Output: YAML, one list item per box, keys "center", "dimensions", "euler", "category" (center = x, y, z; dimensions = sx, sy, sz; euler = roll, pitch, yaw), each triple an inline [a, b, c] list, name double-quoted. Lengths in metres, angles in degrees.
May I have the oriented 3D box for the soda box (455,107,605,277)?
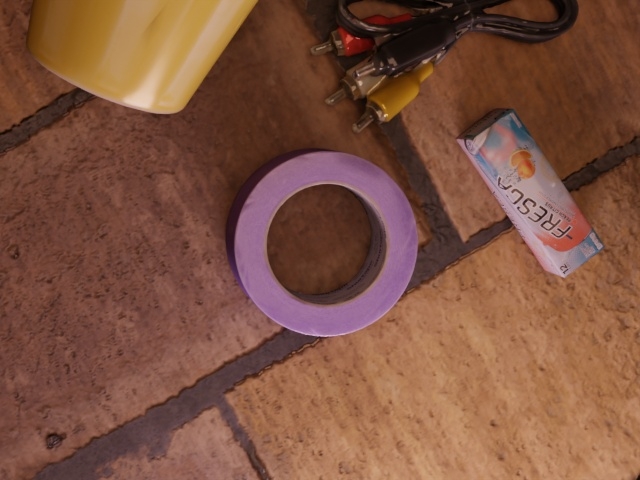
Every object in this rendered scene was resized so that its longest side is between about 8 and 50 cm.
- center: [0.222, -0.050, 1.495]
  dimensions: [0.058, 0.063, 0.183]
  euler: [-37, 101, -5]
  category: "soda box"

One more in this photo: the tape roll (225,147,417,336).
- center: [0.000, 0.000, 1.452]
  dimensions: [0.188, 0.080, 0.189]
  euler: [-1, 96, -11]
  category: "tape roll"

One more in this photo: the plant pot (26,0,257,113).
- center: [-0.161, -0.260, 1.325]
  dimensions: [0.254, 0.254, 0.239]
  euler: [23, 107, -12]
  category: "plant pot"

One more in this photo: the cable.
- center: [0.125, -0.224, 1.479]
  dimensions: [0.287, 0.072, 0.140]
  euler: [-24, 82, -19]
  category: "cable"
